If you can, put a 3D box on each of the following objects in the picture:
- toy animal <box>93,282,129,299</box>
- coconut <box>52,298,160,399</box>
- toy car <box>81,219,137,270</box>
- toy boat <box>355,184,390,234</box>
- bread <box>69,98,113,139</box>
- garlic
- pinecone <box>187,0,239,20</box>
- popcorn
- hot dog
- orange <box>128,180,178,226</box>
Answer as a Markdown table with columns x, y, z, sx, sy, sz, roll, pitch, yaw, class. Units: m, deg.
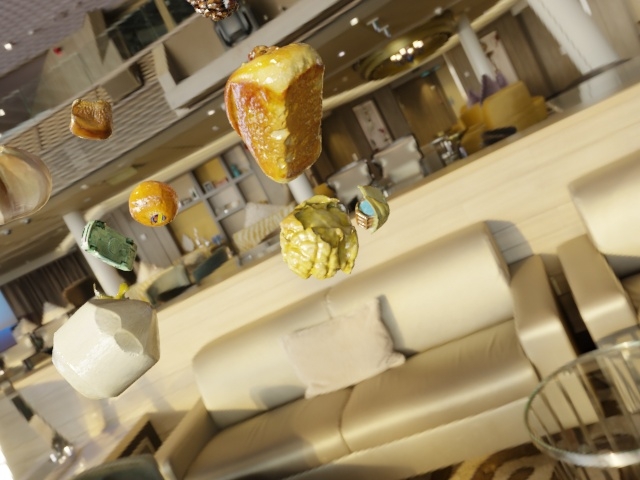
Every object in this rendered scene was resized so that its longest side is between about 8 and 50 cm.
| x | y | z | sx | sy | sz | roll | pitch | yaw | class |
| --- | --- | --- | --- | --- | --- | --- | --- | --- | --- |
| -0.795 | 0.256 | 2.255 | 0.219 | 0.155 | 0.095 | 17 | 32 | 17 | toy animal |
| -0.529 | 0.258 | 1.440 | 0.266 | 0.237 | 0.237 | -40 | 8 | -8 | coconut |
| -0.611 | 0.016 | 1.619 | 0.076 | 0.090 | 0.224 | 1 | -20 | 19 | toy car |
| 0.100 | -0.063 | 1.140 | 0.066 | 0.065 | 0.172 | -24 | -24 | -4 | toy boat |
| -0.705 | -0.374 | 1.748 | 0.129 | 0.126 | 0.044 | -1 | 11 | -30 | bread |
| -0.762 | -0.118 | 1.371 | 0.217 | 0.110 | 0.228 | -26 | -31 | -19 | garlic |
| -0.281 | -0.659 | 1.491 | 0.173 | 0.174 | 0.173 | -27 | 6 | 3 | pinecone |
| 0.000 | 0.000 | 1.507 | 0.190 | 0.250 | 0.250 | -44 | -5 | 40 | popcorn |
| -0.124 | -0.349 | 1.494 | 0.185 | 0.223 | 0.405 | -45 | -24 | -28 | hot dog |
| -0.460 | -0.106 | 1.561 | 0.135 | 0.118 | 0.135 | -17 | -23 | -7 | orange |
